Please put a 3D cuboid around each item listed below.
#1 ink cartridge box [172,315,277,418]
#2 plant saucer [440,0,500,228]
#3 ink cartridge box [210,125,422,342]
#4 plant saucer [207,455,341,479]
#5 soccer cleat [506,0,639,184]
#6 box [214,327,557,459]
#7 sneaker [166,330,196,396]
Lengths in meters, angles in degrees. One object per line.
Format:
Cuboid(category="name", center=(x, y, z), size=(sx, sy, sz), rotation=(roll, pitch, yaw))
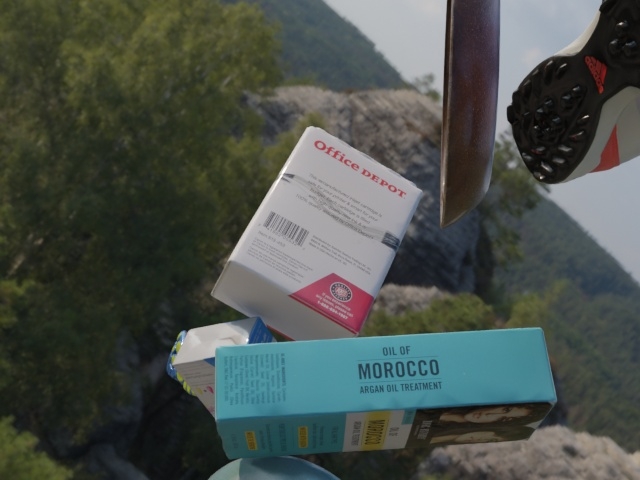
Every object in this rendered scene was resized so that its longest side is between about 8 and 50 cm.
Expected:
Cuboid(category="ink cartridge box", center=(-0.082, 0.181, 1.030), size=(0.181, 0.104, 0.061), rotation=(59, 32, -31))
Cuboid(category="plant saucer", center=(0.151, -0.166, 0.877), size=(0.050, 0.310, 0.310), rotation=(1, 5, 6))
Cuboid(category="ink cartridge box", center=(0.000, 0.000, 1.052), size=(0.172, 0.237, 0.100), rotation=(30, -35, -4))
Cuboid(category="plant saucer", center=(-0.050, 0.420, 1.029), size=(0.317, 0.317, 0.044), rotation=(44, 23, 18))
Cuboid(category="soccer cleat", center=(0.234, -0.125, 0.549), size=(0.318, 0.117, 0.108), rotation=(127, -56, -72))
Cuboid(category="box", center=(0.045, 0.120, 0.654), size=(0.100, 0.244, 0.060), rotation=(90, -4, -60))
Cuboid(category="sneaker", center=(-0.185, 0.196, 1.315), size=(0.078, 0.067, 0.188), rotation=(19, 6, -30))
